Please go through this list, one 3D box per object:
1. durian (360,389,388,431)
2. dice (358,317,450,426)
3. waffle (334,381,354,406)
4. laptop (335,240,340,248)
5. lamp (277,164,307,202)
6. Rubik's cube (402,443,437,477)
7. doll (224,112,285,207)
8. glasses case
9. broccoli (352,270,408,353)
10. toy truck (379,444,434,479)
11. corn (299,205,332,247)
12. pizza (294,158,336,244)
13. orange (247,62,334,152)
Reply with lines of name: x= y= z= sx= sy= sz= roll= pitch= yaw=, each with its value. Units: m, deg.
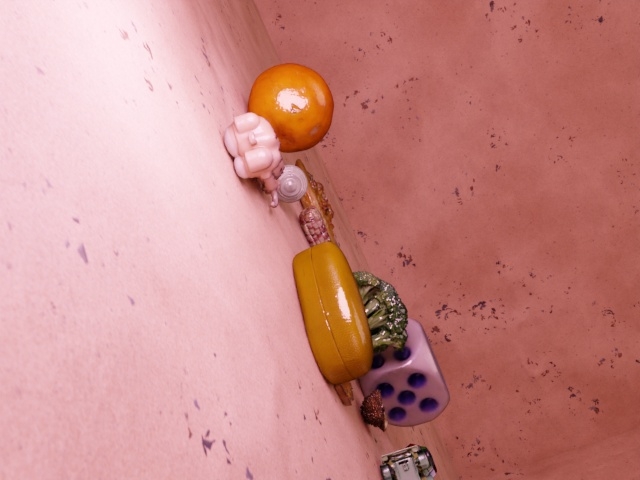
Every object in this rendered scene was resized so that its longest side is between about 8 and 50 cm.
durian: x=0.143 y=0.458 z=1.428 sx=0.140 sy=0.071 sz=0.110 roll=83 pitch=-6 yaw=-69
dice: x=0.247 y=0.405 z=1.670 sx=0.259 sy=0.243 sz=0.251 roll=-90 pitch=157 yaw=-61
waffle: x=0.057 y=0.353 z=1.337 sx=0.135 sy=0.021 sz=0.092 roll=-93 pitch=159 yaw=-66
laptop: x=0.056 y=0.038 z=2.185 sx=0.269 sy=0.015 sz=0.187 roll=-99 pitch=163 yaw=-59
lamp: x=-0.094 y=-0.168 z=1.539 sx=0.193 sy=0.106 sz=0.106 roll=-120 pitch=-175 yaw=-76
Rubik's cube: x=0.283 y=0.676 z=1.595 sx=0.133 sy=0.133 sz=0.111 roll=60 pitch=39 yaw=-40
doll: x=-0.141 y=-0.186 z=1.262 sx=0.278 sy=0.119 sz=0.154 roll=72 pitch=-1 yaw=-68
glasses case: x=0.033 y=0.154 z=1.307 sx=0.173 sy=0.141 sz=0.371 roll=57 pitch=13 yaw=-49
broccoli: x=0.113 y=0.212 z=1.502 sx=0.241 sy=0.262 sz=0.269 roll=-54 pitch=126 yaw=-34
toy truck: x=0.247 y=0.673 z=1.362 sx=0.135 sy=0.128 sz=0.259 roll=80 pitch=-8 yaw=-60
corn: x=0.000 y=0.000 z=1.730 sx=0.079 sy=0.080 sz=0.237 roll=-93 pitch=158 yaw=-67
pizza: x=-0.020 y=-0.123 z=1.931 sx=0.258 sy=0.087 sz=0.268 roll=53 pitch=19 yaw=-49
orange: x=-0.088 y=-0.393 z=1.598 sx=0.261 sy=0.261 sz=0.261 roll=-23 pitch=90 yaw=-82
